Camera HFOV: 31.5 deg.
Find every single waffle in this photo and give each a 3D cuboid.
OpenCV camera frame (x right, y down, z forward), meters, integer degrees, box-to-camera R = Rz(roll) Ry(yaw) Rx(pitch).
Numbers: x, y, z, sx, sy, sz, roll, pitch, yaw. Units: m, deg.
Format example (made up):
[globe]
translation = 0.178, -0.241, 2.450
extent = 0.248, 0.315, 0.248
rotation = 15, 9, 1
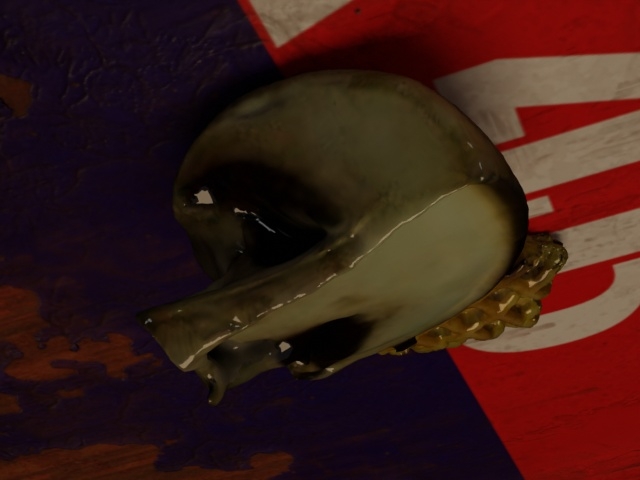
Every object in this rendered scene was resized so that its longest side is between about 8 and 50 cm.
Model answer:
[waffle]
translation = 0.096, 0.035, 1.074
extent = 0.291, 0.051, 0.291
rotation = -3, 145, -2

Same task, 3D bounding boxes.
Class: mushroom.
[mushroom]
translation = 0.007, -0.002, 0.917
extent = 0.292, 0.212, 0.217
rotation = -42, 155, 8
